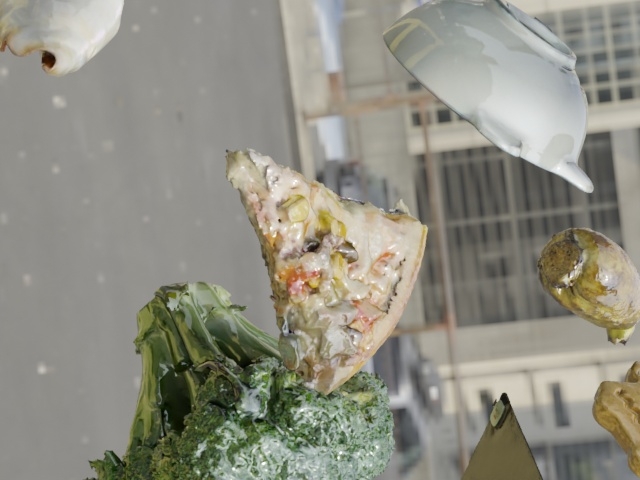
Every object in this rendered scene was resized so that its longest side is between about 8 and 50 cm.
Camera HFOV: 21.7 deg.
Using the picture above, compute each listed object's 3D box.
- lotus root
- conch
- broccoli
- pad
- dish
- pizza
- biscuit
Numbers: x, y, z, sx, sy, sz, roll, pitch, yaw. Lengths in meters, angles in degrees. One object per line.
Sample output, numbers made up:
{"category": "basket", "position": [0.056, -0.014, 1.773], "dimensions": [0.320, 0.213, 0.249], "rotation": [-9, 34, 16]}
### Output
{"category": "lotus root", "position": [0.326, 0.055, 1.946], "dimensions": [0.190, 0.108, 0.094], "rotation": [39, 79, -44]}
{"category": "conch", "position": [-0.235, -0.187, 1.473], "dimensions": [0.094, 0.104, 0.176], "rotation": [-43, -157, 42]}
{"category": "broccoli", "position": [-0.089, 0.182, 1.618], "dimensions": [0.283, 0.304, 0.321], "rotation": [64, 19, 16]}
{"category": "pad", "position": [0.117, 0.193, 1.076], "dimensions": [0.193, 0.004, 0.116], "rotation": [-107, -144, -61]}
{"category": "dish", "position": [0.169, -0.147, 1.440], "dimensions": [0.228, 0.086, 0.236], "rotation": [24, 22, -36]}
{"category": "pizza", "position": [0.000, 0.000, 1.232], "dimensions": [0.195, 0.052, 0.185], "rotation": [49, 54, -26]}
{"category": "biscuit", "position": [0.406, 0.198, 1.785], "dimensions": [0.184, 0.249, 0.035], "rotation": [60, -44, 38]}
